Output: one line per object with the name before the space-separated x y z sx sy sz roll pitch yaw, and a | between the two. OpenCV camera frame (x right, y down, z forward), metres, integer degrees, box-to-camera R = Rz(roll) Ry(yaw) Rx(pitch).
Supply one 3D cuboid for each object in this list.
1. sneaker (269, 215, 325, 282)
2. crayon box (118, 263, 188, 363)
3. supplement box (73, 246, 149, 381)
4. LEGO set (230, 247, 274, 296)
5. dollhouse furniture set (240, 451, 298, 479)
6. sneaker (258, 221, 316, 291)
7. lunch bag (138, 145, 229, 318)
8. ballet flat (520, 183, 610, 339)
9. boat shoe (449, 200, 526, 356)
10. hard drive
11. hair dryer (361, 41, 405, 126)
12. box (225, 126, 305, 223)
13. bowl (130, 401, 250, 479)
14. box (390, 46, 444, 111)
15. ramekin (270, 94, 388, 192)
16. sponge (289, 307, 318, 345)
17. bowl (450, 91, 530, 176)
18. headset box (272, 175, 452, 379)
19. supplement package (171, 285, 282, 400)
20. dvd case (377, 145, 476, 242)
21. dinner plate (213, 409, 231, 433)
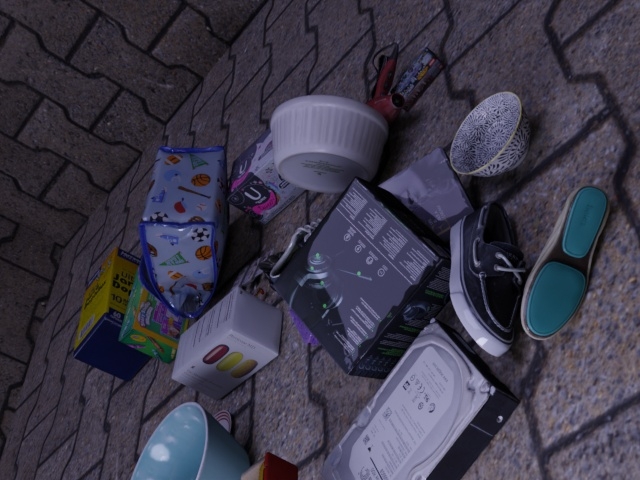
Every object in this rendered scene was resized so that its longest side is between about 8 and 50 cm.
sneaker | 0.000 0.000 1.668 0.094 0.091 0.258 25 76 47
crayon box | -0.462 0.193 2.432 0.081 0.165 0.278 -38 32 37
supplement box | -0.619 0.225 2.646 0.195 0.194 0.356 -48 28 24
LEGO set | -0.188 0.152 2.147 0.182 0.060 0.244 -33 27 48
dollhouse furniture set | -0.007 0.493 1.283 0.152 0.201 0.374 -48 22 24
sneaker | -0.060 0.033 1.928 0.087 0.130 0.227 -26 39 46
lunch bag | -0.369 -0.018 2.350 0.385 0.239 0.327 90 -177 -47
ballet flat | 0.358 0.034 1.255 0.248 0.086 0.086 -62 26 -9
boat shoe | 0.276 0.048 1.348 0.102 0.108 0.301 -44 23 32
hard drive | 0.142 0.314 1.346 0.339 0.064 0.237 -55 26 10
hair dryer | 0.131 -0.346 1.987 0.293 0.080 0.223 -115 43 -61
box | -0.122 -0.189 2.256 0.247 0.142 0.163 -39 32 37
bowl | -0.255 0.505 1.736 0.311 0.163 0.311 -43 30 32
box | 0.223 -0.374 1.967 0.137 0.027 0.094 -51 27 18
ramekin | 0.014 -0.206 1.910 0.273 0.273 0.127 -21 56 52
sponge | -0.004 0.102 1.767 0.117 0.031 0.210 57 134 48
bowl | 0.320 -0.174 1.522 0.170 0.080 0.170 -41 31 32
headset box | 0.083 0.077 1.518 0.283 0.131 0.246 -53 55 13
supplement package | -0.216 0.242 1.972 0.244 0.139 0.133 -41 30 35
dvd case | 0.170 -0.050 1.585 0.221 0.018 0.164 -33 68 24
dinner plate | -0.239 0.455 1.928 0.141 0.017 0.141 -41 32 32
